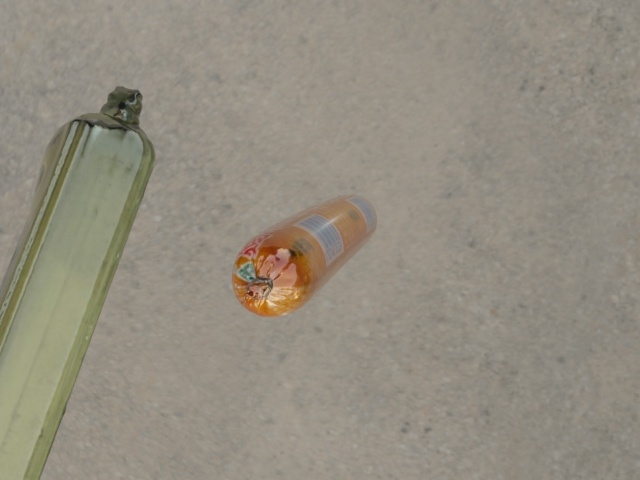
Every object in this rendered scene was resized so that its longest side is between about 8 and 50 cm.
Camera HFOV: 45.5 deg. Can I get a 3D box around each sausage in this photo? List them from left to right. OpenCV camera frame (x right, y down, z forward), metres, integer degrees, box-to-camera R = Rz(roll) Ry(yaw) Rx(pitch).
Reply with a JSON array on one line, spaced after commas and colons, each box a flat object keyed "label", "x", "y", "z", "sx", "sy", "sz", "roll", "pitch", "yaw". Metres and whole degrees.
[{"label": "sausage", "x": 0.000, "y": 0.000, "z": 0.582, "sx": 0.053, "sy": 0.348, "sz": 0.053, "roll": 2, "pitch": 99, "yaw": 12}]

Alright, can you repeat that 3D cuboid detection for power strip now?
[{"label": "power strip", "x": -0.175, "y": 0.072, "z": 0.444, "sx": 0.066, "sy": 0.092, "sz": 0.388, "roll": 24, "pitch": 68, "yaw": -21}]
